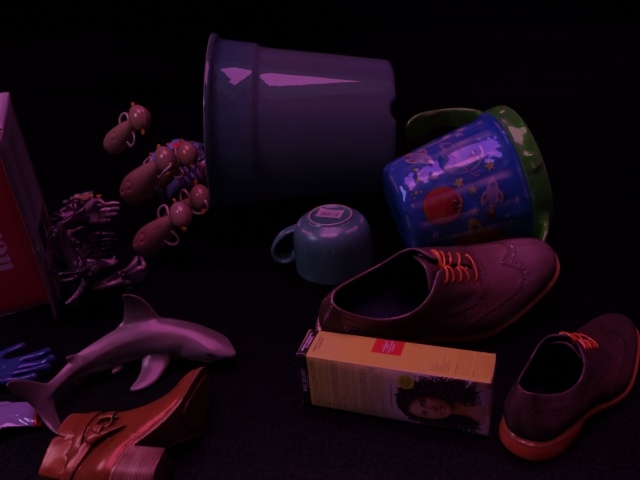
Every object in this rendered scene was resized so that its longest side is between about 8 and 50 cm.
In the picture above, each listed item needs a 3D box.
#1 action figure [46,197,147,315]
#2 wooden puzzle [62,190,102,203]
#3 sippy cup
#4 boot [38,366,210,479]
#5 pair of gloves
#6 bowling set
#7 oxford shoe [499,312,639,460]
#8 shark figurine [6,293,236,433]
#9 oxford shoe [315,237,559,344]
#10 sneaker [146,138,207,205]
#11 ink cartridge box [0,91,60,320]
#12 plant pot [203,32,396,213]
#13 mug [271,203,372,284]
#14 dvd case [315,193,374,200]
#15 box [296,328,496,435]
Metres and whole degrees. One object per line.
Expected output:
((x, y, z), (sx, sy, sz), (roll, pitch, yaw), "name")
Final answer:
((-0.375, 0.010, 1.099), (0.141, 0.164, 0.275), (-19, 26, -13), "action figure")
((-0.521, -0.092, 1.451), (0.083, 0.006, 0.049), (-14, 30, -14), "wooden puzzle")
((0.229, -0.080, 1.104), (0.224, 0.239, 0.305), (-18, 21, 0), "sippy cup")
((-0.226, 0.217, 0.793), (0.153, 0.072, 0.197), (-1, 27, 17), "boot")
((-0.444, 0.208, 0.894), (0.160, 0.023, 0.198), (-9, 30, -9), "pair of gloves")
((-0.268, -0.118, 1.252), (0.154, 0.286, 0.200), (-32, -17, 36), "bowling set")
((0.312, 0.147, 0.791), (0.097, 0.098, 0.271), (21, 39, 38), "oxford shoe")
((-0.276, 0.136, 0.904), (0.278, 0.116, 0.166), (-16, 30, -22), "shark figurine")
((0.172, 0.065, 0.891), (0.364, 0.132, 0.129), (-19, 61, -13), "oxford shoe")
((-0.289, -0.157, 1.431), (0.125, 0.104, 0.261), (2, 30, 8), "sneaker")
((-0.520, -0.045, 1.061), (0.130, 0.309, 0.272), (-14, 30, -15), "ink cartridge box")
((-0.036, -0.221, 1.277), (0.335, 0.340, 0.341), (-1, 29, -2), "plant pot")
((0.008, 0.002, 1.101), (0.158, 0.097, 0.129), (-18, 32, -21), "mug")
((0.054, -0.107, 1.373), (0.120, 0.013, 0.087), (1, 30, 9), "dvd case")
((0.090, 0.169, 0.807), (0.233, 0.087, 0.058), (5, 31, 19), "box")
